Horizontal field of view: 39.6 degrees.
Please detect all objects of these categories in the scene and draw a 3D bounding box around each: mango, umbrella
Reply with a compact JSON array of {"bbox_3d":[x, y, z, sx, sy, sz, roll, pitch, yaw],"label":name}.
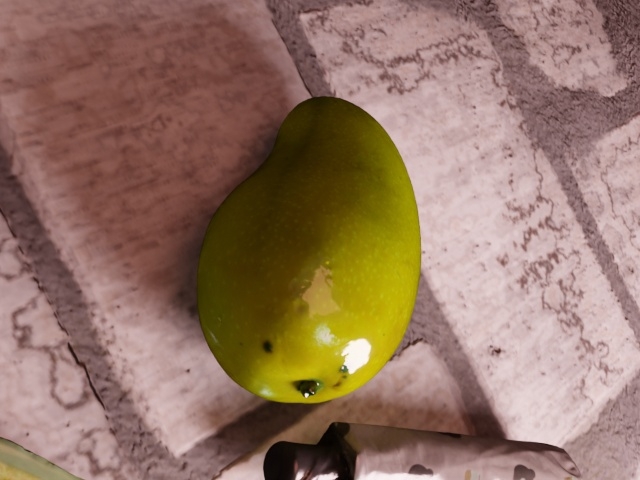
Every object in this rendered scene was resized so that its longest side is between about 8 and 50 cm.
[{"bbox_3d":[0.000,0.000,0.709,0.175,0.143,0.293,33,44,-19],"label":"mango"},{"bbox_3d":[0.098,0.200,0.754,0.337,0.067,0.073,15,107,-36],"label":"umbrella"}]

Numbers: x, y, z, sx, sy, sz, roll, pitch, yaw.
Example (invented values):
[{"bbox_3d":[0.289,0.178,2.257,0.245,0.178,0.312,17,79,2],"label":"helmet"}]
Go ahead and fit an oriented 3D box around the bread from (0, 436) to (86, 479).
[{"bbox_3d":[-0.209,0.257,0.491,0.301,0.045,0.301,15,64,-33],"label":"bread"}]
